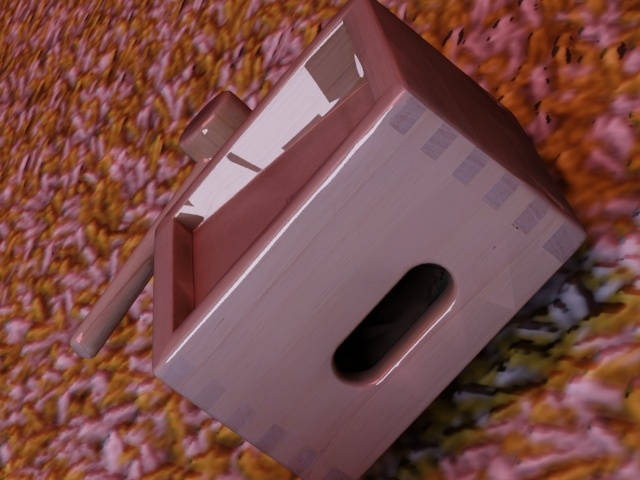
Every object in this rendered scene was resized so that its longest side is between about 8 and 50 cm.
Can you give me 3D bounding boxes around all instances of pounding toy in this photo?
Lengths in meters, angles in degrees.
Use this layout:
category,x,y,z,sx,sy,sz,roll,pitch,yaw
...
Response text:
category,x,y,z,sx,sy,sz,roll,pitch,yaw
pounding toy,-0.007,0.005,0.625,0.181,0.094,0.206,-48,19,14
